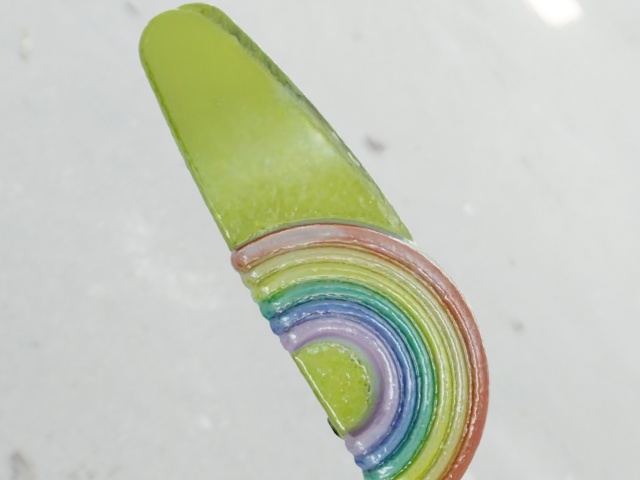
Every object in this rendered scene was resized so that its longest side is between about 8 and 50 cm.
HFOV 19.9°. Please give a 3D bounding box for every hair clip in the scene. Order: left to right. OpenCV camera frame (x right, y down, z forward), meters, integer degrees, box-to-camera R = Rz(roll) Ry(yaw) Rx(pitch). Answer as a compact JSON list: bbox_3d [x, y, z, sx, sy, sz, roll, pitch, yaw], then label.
[{"bbox_3d":[0.000,0.000,0.594,0.188,0.060,0.033,58,-9,7],"label":"hair clip"}]
